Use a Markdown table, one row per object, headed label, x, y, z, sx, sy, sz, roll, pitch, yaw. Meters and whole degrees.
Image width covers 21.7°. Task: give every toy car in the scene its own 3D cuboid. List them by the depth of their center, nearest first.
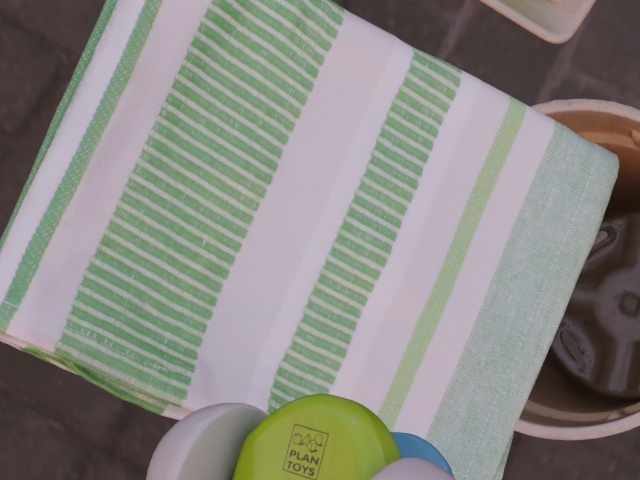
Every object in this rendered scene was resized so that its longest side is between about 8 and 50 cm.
| label | x | y | z | sx | sy | sz | roll | pitch | yaw |
| --- | --- | --- | --- | --- | --- | --- | --- | --- | --- |
| toy car | 0.007 | 0.157 | 0.731 | 0.159 | 0.136 | 0.182 | 10 | 91 | 40 |

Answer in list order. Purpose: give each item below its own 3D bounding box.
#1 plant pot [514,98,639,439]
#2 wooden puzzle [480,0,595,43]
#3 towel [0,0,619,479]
| label | x | y | z | sx | sy | sz | roll | pitch | yaw |
| --- | --- | --- | --- | --- | --- | --- | --- | --- | --- |
| plant pot | 0.295 | 0.051 | 1.745 | 0.334 | 0.305 | 0.333 | -4 | 79 | 22 |
| wooden puzzle | 0.188 | -0.328 | 1.493 | 0.221 | 0.044 | 0.238 | 34 | 97 | 14 |
| towel | 0.000 | 0.000 | 0.905 | 0.325 | 0.038 | 0.247 | 25 | 82 | -25 |
